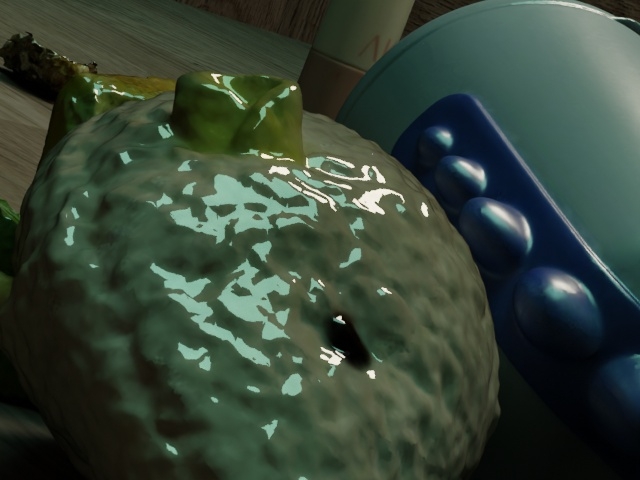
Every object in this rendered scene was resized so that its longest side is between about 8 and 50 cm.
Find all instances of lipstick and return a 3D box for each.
[{"bbox_3d":[0.012,-0.126,1.731,0.070,0.254,0.070,22,9,-4],"label":"lipstick"}]

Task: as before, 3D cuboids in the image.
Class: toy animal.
[{"bbox_3d":[-0.027,0.033,0.866,0.226,0.188,0.358,54,9,-2],"label":"toy animal"}]

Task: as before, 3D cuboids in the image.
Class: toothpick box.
[{"bbox_3d":[0.144,0.033,1.063,0.263,0.263,0.354,18,24,-27],"label":"toothpick box"}]

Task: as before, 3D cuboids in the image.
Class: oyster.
[{"bbox_3d":[-0.269,-0.173,1.992,0.103,0.051,0.148,16,-5,-18],"label":"oyster"}]

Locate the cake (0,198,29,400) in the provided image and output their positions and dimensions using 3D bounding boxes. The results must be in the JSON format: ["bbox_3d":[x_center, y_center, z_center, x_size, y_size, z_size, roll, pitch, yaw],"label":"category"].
[{"bbox_3d":[-0.137,0.060,1.010,0.235,0.099,0.100,42,-2,-28],"label":"cake"}]

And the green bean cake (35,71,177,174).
[{"bbox_3d":[-0.052,-0.016,1.336,0.236,0.124,0.233,28,14,34],"label":"green bean cake"}]
